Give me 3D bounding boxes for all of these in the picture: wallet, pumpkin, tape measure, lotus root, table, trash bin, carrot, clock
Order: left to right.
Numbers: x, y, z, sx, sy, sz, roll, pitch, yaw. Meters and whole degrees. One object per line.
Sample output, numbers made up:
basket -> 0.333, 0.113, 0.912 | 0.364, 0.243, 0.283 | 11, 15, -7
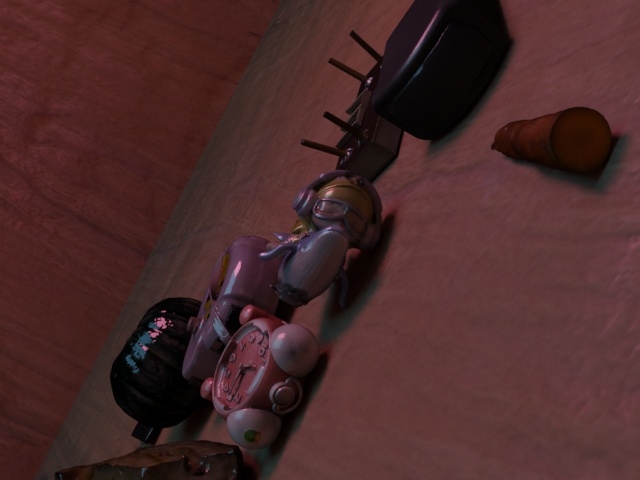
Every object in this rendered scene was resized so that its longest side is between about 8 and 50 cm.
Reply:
lotus root -> -0.218, 0.349, 1.378 | 0.314, 0.210, 0.142 | -17, 83, 63
pumpkin -> -0.246, 0.198, 1.714 | 0.220, 0.162, 0.220 | -51, 8, 10
wallet -> -0.283, 0.268, 1.972 | 0.244, 0.025, 0.124 | -64, 15, -15
tape measure -> -0.122, 0.092, 1.569 | 0.197, 0.120, 0.236 | 131, 157, -57
clock -> -0.068, 0.174, 1.323 | 0.166, 0.093, 0.162 | -61, 24, 0
table -> 0.056, -0.200, 1.529 | 0.121, 0.111, 0.240 | -47, 21, 47
trash bin -> 0.149, -0.241, 1.326 | 0.176, 0.101, 0.236 | -54, 13, 32
carrot -> 0.204, -0.095, 0.981 | 0.057, 0.057, 0.224 | -61, 10, 1

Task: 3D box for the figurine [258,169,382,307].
figurine -> 0.000, 0.000, 1.333 | 0.183, 0.128, 0.208 | -61, 10, -7
